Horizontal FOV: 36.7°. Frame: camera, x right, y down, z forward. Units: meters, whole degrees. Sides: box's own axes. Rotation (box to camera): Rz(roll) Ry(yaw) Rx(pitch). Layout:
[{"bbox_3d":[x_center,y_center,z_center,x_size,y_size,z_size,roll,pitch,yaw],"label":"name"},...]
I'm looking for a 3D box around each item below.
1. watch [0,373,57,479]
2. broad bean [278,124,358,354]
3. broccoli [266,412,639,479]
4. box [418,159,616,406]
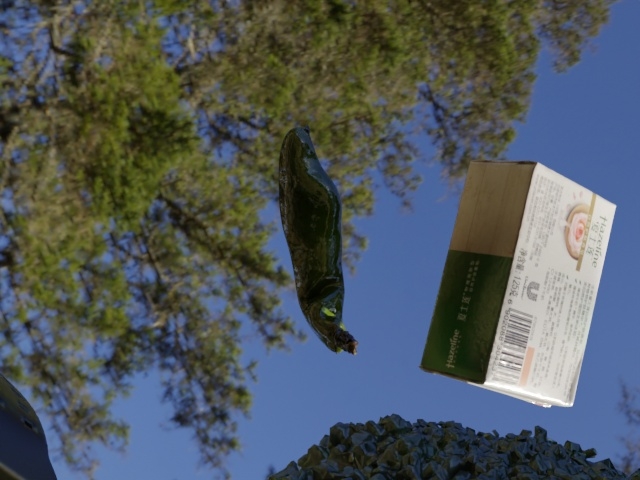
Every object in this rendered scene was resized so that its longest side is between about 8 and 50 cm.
[{"bbox_3d":[-0.218,0.118,0.462,0.268,0.165,0.102,25,-21,52],"label":"watch"},{"bbox_3d":[-0.003,0.004,0.813,0.061,0.046,0.195,-27,-107,56],"label":"broad bean"},{"bbox_3d":[0.044,0.263,0.460,0.275,0.353,0.397,19,-48,-13],"label":"broccoli"},{"bbox_3d":[0.179,0.039,0.860,0.081,0.135,0.199,10,-98,49],"label":"box"}]
